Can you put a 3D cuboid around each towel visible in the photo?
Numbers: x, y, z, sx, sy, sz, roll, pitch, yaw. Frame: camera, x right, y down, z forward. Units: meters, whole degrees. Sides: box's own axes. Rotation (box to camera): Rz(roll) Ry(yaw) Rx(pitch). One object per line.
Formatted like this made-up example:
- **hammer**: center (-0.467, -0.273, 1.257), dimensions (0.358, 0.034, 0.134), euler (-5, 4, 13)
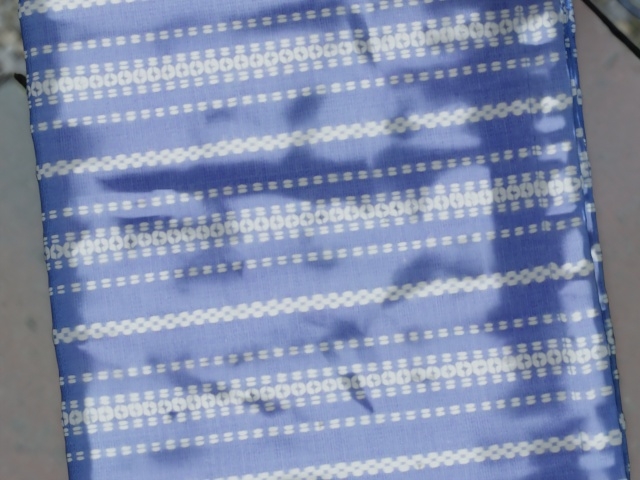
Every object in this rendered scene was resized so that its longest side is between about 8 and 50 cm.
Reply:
- **towel**: center (0.000, 0.000, 0.841), dimensions (0.243, 0.040, 0.336), euler (-7, 83, 4)
